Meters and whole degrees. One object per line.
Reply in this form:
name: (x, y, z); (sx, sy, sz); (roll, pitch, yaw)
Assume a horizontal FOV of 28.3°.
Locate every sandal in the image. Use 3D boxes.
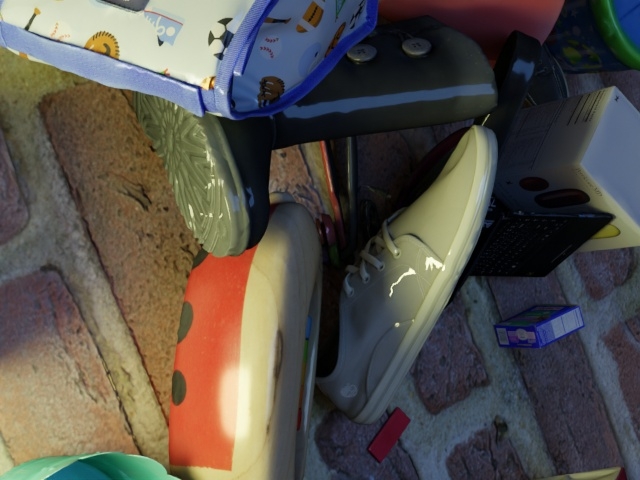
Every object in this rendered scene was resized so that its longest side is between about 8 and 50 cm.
sandal: (0.183, -0.096, 1.821); (0.107, 0.167, 0.446); (20, 102, -4)

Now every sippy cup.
sippy cup: (0.456, -0.368, 2.048); (0.240, 0.224, 0.305); (-29, 101, -33)

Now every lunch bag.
lunch bag: (-0.145, -0.298, 1.477); (0.385, 0.328, 0.239); (-50, 151, -42)

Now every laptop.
laptop: (0.264, 0.062, 1.837); (0.264, 0.234, 0.137); (2, 67, -17)

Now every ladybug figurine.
ladybug figurine: (-0.093, 0.158, 1.595); (0.162, 0.305, 0.449); (5, 78, 5)

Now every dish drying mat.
dish drying mat: (0.100, 0.285, 1.857); (0.032, 0.008, 0.083); (50, 61, -20)

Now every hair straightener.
hair straightener: (0.057, -0.051, 1.814); (0.047, 0.089, 0.230); (-4, 86, -79)

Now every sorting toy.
sorting toy: (0.000, 0.000, 1.790); (0.042, 0.102, 0.061); (-13, 50, -1)

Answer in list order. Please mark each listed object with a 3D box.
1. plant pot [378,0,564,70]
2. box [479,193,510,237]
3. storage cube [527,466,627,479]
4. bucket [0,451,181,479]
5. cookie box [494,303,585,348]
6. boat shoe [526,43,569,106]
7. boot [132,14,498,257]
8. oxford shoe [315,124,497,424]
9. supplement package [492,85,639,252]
plant pot: (0.195, -0.405, 1.864); (0.243, 0.275, 0.275); (12, 78, -24)
box: (0.277, -0.076, 1.979); (0.180, 0.077, 0.147); (7, 82, -35)
storage cube: (0.372, 0.466, 1.888); (0.215, 0.183, 0.193); (-25, 101, -65)
bucket: (-0.278, 0.376, 1.472); (0.281, 0.183, 0.281); (5, 82, -34)
cookie box: (0.345, 0.134, 1.996); (0.107, 0.092, 0.040); (-20, 100, -36)
boat shoe: (0.326, -0.291, 2.022); (0.223, 0.080, 0.073); (62, 23, -12)
boot: (0.024, -0.148, 1.610); (0.445, 0.146, 0.367); (-7, 45, -23)
oxford shoe: (0.104, 0.044, 1.692); (0.130, 0.169, 0.449); (25, 109, -6)
supplement package: (0.391, -0.097, 1.888); (0.194, 0.203, 0.149); (41, 62, -25)
